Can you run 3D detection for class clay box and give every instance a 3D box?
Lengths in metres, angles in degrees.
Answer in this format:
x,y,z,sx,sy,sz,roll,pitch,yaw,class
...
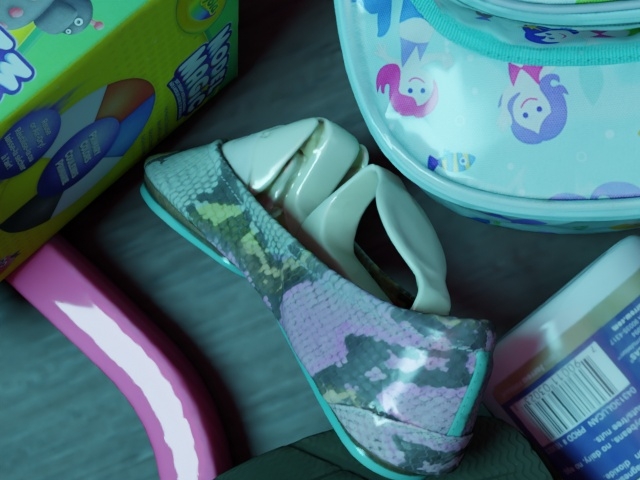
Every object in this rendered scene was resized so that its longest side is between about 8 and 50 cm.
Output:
x,y,z,sx,sy,sz,roll,pitch,yaw,class
-0.105,-0.058,0.466,0.222,0.127,0.053,-43,80,-15,clay box

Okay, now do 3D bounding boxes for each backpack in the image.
x,y,z,sx,sy,sz,roll,pitch,yaw,class
0.107,-0.129,0.446,0.225,0.191,0.254,-3,91,7,backpack

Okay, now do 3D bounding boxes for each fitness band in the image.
x,y,z,sx,sy,sz,roll,pitch,yaw,class
-0.174,0.087,0.532,0.291,0.054,0.209,41,92,8,fitness band

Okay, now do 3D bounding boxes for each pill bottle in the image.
x,y,z,sx,sy,sz,roll,pitch,yaw,class
0.145,0.089,0.465,0.094,0.094,0.169,-40,82,4,pill bottle

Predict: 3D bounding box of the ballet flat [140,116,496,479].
x,y,z,sx,sy,sz,roll,pitch,yaw,class
0.000,0.000,0.456,0.079,0.077,0.221,-60,39,13,ballet flat

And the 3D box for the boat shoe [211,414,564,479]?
x,y,z,sx,sy,sz,roll,pitch,yaw,class
-0.038,0.185,0.455,0.324,0.120,0.123,-32,48,7,boat shoe
